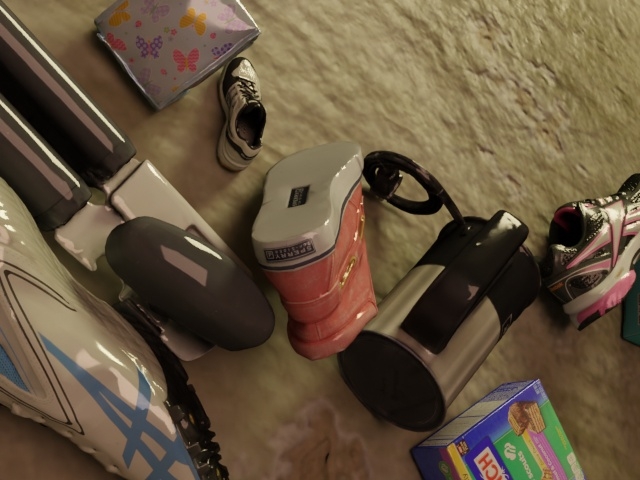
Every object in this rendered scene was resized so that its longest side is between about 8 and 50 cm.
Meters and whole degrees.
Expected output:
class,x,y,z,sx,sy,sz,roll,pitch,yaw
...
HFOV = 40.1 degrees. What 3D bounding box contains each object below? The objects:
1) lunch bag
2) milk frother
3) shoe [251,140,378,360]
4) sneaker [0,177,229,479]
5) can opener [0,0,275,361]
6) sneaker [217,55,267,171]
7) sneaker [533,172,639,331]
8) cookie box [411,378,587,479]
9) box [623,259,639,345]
class,x,y,z,sx,sy,sz,roll,pitch,yaw
lunch bag,-0.092,-0.133,0.557,0.083,0.053,0.071,-40,100,-11
milk frother,0.058,0.026,0.592,0.143,0.129,0.135,26,48,26
shoe,0.000,0.000,0.551,0.178,0.063,0.081,-75,151,-65
sneaker,-0.131,0.069,0.455,0.086,0.085,0.237,-38,108,1
can opener,-0.128,-0.047,0.473,0.283,0.095,0.076,49,56,-20
sneaker,-0.048,-0.088,0.582,0.032,0.037,0.083,9,68,-30
sneaker,0.236,-0.011,0.734,0.077,0.072,0.178,44,49,-1
cookie box,0.128,0.161,0.615,0.107,0.040,0.092,-25,90,-37
box,0.383,0.077,0.807,0.244,0.060,0.100,24,62,-26
